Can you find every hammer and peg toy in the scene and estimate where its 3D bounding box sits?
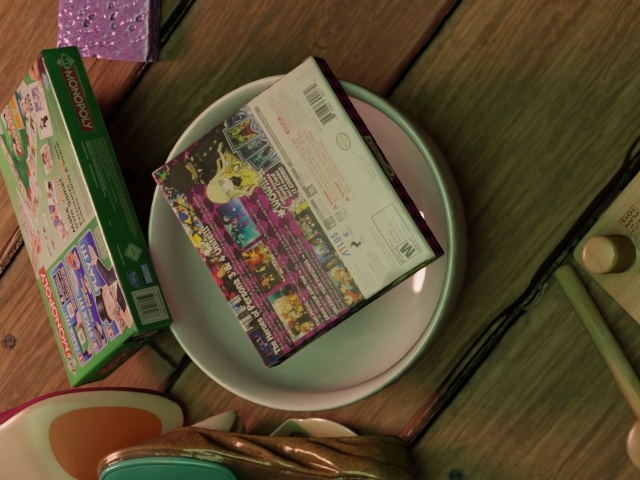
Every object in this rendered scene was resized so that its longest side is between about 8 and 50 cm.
[{"bbox_3d":[0.360,0.042,1.512,0.266,0.127,0.361,48,115,21],"label":"hammer and peg toy"}]

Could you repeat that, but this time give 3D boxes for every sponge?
[{"bbox_3d":[-0.233,-0.306,1.814,0.117,0.031,0.210,5,95,22],"label":"sponge"}]

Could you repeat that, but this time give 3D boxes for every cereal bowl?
[{"bbox_3d":[0.000,0.000,1.678,0.339,0.141,0.338,1,93,22],"label":"cereal bowl"}]

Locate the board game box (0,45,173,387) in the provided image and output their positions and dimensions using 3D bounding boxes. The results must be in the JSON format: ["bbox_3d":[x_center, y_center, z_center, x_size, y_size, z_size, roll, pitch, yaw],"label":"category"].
[{"bbox_3d":[-0.265,-0.021,1.754,0.213,0.046,0.317,-38,69,57],"label":"board game box"}]

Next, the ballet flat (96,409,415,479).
[{"bbox_3d":[-0.062,0.236,1.727,0.342,0.124,0.116,-1,128,17],"label":"ballet flat"}]

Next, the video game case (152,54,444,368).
[{"bbox_3d":[-0.025,-0.027,1.589,0.210,0.042,0.232,-35,80,19],"label":"video game case"}]

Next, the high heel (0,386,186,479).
[{"bbox_3d":[-0.334,0.236,1.868,0.377,0.181,0.127,-14,95,0],"label":"high heel"}]
